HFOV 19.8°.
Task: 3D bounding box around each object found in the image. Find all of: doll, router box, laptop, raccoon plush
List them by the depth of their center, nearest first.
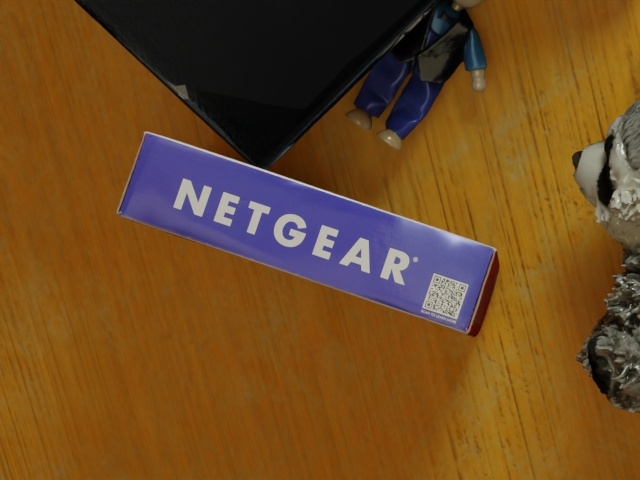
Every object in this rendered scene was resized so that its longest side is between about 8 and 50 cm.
[{"bbox_3d":[0.439,0.023,1.704,0.447,0.216,0.299,15,112,7],"label":"raccoon plush"},{"bbox_3d":[-0.075,-0.360,1.738,0.382,0.236,0.408,-44,50,11],"label":"laptop"},{"bbox_3d":[0.000,0.000,1.753,0.336,0.301,0.082,19,89,7],"label":"router box"},{"bbox_3d":[0.108,-0.182,1.816,0.129,0.046,0.189,35,103,11],"label":"doll"}]
